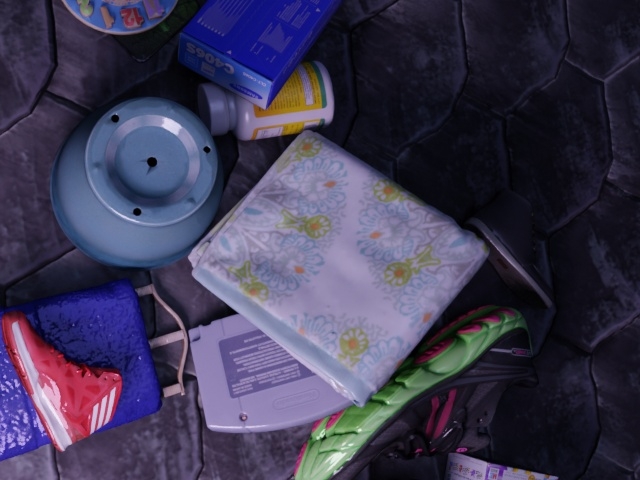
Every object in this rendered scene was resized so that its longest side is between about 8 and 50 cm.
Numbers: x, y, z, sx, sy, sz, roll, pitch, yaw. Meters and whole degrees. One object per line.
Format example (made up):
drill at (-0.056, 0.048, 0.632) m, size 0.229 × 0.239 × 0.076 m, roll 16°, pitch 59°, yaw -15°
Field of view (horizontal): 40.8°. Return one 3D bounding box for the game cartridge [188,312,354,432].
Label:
game cartridge at (-0.049, 0.193, 1.363) m, size 0.294 × 0.060 × 0.196 m, roll -16°, pitch 65°, yaw 2°

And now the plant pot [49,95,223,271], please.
plant pot at (-0.264, -0.095, 1.291) m, size 0.272 × 0.255 × 0.271 m, roll 2°, pitch 85°, yaw -17°

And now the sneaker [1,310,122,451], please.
sneaker at (-0.371, 0.184, 1.258) m, size 0.128 × 0.087 × 0.221 m, roll -26°, pitch 111°, yaw -25°

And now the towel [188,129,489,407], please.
towel at (0.020, 0.029, 1.342) m, size 0.374 × 0.090 × 0.320 m, roll 36°, pitch 77°, yaw 21°

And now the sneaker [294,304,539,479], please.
sneaker at (0.176, 0.293, 1.428) m, size 0.483 × 0.185 × 0.202 m, roll -31°, pitch 96°, yaw -14°

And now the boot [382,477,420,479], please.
boot at (0.083, 0.459, 1.427) m, size 0.179 × 0.236 × 0.085 m, roll -25°, pitch 59°, yaw 20°

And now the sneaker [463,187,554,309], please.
sneaker at (0.373, 0.014, 1.566) m, size 0.118 × 0.083 × 0.222 m, roll -42°, pitch 96°, yaw -17°

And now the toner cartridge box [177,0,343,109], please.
toner cartridge box at (-0.073, -0.385, 1.406) m, size 0.165 × 0.075 × 0.347 m, roll 29°, pitch 59°, yaw 4°

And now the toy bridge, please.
toy bridge at (-0.248, 0.159, 1.390) m, size 0.063 × 0.026 × 0.188 m, roll -17°, pitch 90°, yaw -19°

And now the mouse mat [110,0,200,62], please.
mouse mat at (-0.314, -0.409, 1.437) m, size 0.190 × 0.007 × 0.152 m, roll 44°, pitch 74°, yaw -8°

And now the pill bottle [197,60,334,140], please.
pill bottle at (-0.092, -0.229, 1.429) m, size 0.209 × 0.117 × 0.117 m, roll -11°, pitch 88°, yaw -18°

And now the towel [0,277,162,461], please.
towel at (-0.414, 0.196, 1.316) m, size 0.308 × 0.076 × 0.227 m, roll -13°, pitch 96°, yaw -18°

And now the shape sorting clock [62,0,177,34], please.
shape sorting clock at (-0.330, -0.436, 1.410) m, size 0.206 × 0.040 × 0.206 m, roll 2°, pitch 84°, yaw -17°

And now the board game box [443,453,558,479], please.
board game box at (0.284, 0.514, 1.456) m, size 0.142 × 0.144 × 0.275 m, roll 15°, pitch 81°, yaw -16°
